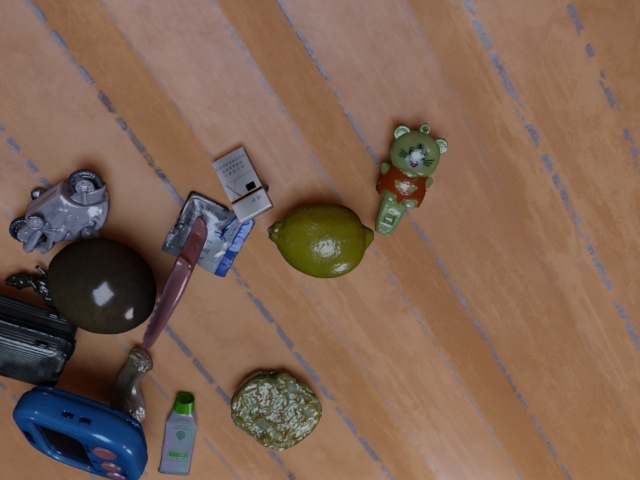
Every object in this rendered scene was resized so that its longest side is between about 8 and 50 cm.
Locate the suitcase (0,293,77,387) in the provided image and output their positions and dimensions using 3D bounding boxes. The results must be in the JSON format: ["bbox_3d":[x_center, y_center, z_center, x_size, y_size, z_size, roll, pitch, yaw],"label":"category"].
[{"bbox_3d":[-0.736,0.229,1.805,0.312,0.128,0.202,20,140,-15],"label":"suitcase"}]

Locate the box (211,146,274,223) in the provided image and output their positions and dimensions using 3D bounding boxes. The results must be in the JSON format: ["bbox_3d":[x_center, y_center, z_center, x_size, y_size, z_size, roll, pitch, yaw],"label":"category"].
[{"bbox_3d":[-0.176,-0.125,1.753,0.084,0.040,0.154,-28,79,4],"label":"box"}]

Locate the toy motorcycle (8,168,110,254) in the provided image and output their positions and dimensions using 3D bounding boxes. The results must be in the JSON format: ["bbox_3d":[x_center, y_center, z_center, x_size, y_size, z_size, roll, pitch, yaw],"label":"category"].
[{"bbox_3d":[-0.569,-0.050,1.751,0.260,0.110,0.171,-34,127,15],"label":"toy motorcycle"}]

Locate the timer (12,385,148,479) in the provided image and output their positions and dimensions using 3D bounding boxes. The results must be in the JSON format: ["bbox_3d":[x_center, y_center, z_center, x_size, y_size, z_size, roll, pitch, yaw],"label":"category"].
[{"bbox_3d":[-0.576,0.474,1.885,0.309,0.115,0.340,16,147,5],"label":"timer"}]

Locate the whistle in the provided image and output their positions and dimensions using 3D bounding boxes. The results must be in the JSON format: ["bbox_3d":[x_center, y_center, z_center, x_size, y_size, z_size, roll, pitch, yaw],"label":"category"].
[{"bbox_3d":[0.194,-0.140,1.794,0.131,0.106,0.289,18,111,-7],"label":"whistle"}]

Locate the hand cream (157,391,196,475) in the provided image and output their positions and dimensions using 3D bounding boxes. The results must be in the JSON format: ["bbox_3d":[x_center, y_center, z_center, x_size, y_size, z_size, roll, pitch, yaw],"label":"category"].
[{"bbox_3d":[-0.379,0.526,2.066,0.079,0.050,0.275,20,118,14],"label":"hand cream"}]

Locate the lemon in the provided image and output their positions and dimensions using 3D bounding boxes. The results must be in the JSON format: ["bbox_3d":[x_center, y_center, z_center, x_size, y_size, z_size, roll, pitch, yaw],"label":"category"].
[{"bbox_3d":[0.000,0.000,1.793,0.248,0.184,0.184,3,114,-2],"label":"lemon"}]

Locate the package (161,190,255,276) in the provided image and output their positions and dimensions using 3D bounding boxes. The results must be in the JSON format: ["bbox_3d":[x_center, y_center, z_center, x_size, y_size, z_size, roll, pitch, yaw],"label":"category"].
[{"bbox_3d":[-0.269,-0.011,1.842,0.173,0.027,0.171,26,106,-19],"label":"package"}]

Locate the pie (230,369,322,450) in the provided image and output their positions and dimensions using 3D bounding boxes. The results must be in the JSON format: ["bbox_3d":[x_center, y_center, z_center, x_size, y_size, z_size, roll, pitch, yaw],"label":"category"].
[{"bbox_3d":[-0.111,0.439,2.029,0.248,0.090,0.201,41,93,-21],"label":"pie"}]

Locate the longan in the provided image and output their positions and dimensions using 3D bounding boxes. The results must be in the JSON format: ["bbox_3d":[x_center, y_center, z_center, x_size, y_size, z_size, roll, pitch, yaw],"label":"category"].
[{"bbox_3d":[-0.495,0.100,1.744,0.215,0.246,0.246,-43,121,-36],"label":"longan"}]

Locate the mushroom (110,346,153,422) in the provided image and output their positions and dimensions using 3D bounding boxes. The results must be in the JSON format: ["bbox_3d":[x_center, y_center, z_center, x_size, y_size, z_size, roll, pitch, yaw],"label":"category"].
[{"bbox_3d":[-0.481,0.371,1.960,0.092,0.081,0.223,18,110,10],"label":"mushroom"}]

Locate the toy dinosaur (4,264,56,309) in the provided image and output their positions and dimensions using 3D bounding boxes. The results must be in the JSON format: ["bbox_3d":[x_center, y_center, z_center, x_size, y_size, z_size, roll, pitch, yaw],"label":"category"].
[{"bbox_3d":[-0.663,0.135,1.867,0.187,0.087,0.179,35,144,-4],"label":"toy dinosaur"}]

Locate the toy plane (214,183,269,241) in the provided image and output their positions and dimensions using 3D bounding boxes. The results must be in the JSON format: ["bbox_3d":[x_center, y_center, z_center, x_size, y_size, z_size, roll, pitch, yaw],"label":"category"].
[{"bbox_3d":[-0.180,-0.069,1.799,0.167,0.062,0.054,-45,112,7],"label":"toy plane"}]

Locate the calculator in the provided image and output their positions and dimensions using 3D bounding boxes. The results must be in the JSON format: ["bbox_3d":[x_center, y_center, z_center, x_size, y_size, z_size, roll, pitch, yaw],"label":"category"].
[{"bbox_3d":[-0.336,0.109,1.764,0.048,0.220,0.330,25,128,-10],"label":"calculator"}]
